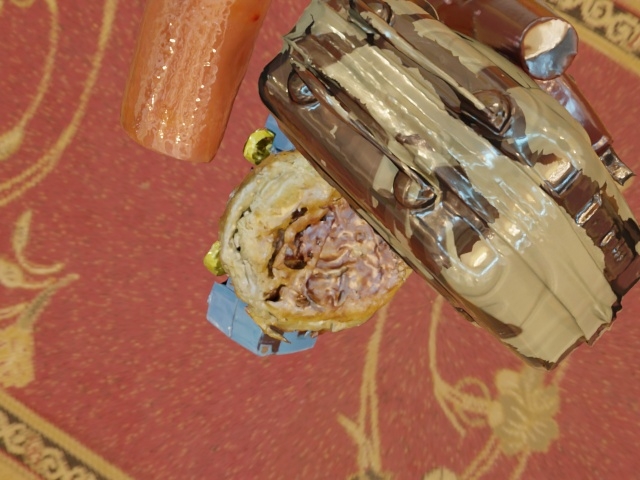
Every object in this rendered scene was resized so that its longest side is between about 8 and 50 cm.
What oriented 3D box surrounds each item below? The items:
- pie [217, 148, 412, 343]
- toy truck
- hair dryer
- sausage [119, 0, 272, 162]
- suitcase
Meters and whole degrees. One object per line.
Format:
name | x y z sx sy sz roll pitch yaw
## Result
pie | 0.000 0.000 1.524 0.308 0.085 0.308 -10 118 -20
toy truck | -0.043 -0.025 1.747 0.161 0.162 0.385 29 107 39
hair dryer | 0.252 -0.153 1.218 0.123 0.312 0.340 -43 116 8
sausage | -0.109 -0.205 1.084 0.113 0.113 0.259 25 117 6
suitcase | 0.110 -0.079 1.005 0.194 0.339 0.351 -45 51 3
